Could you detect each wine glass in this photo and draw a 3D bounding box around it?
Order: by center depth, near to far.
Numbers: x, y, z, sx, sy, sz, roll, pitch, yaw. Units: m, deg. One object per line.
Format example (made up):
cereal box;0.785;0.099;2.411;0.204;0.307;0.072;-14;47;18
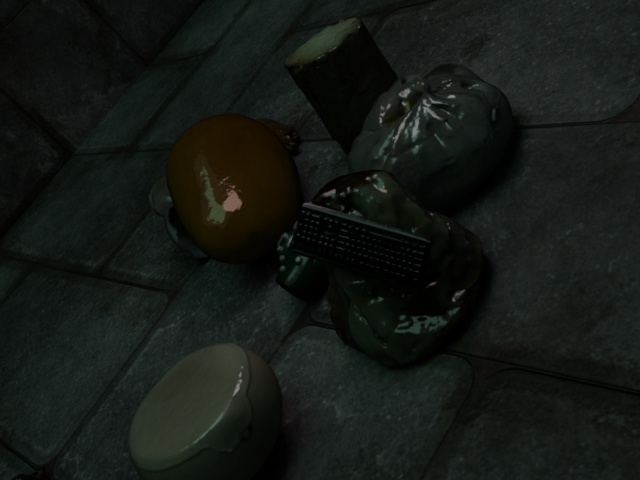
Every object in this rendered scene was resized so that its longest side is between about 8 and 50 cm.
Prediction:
wine glass;-0.338;-0.066;2.254;0.143;0.143;0.321;-44;31;-1

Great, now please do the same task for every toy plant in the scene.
toy plant;0.003;0.000;1.773;0.243;0.112;0.232;-42;34;14

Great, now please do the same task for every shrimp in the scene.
shrimp;-0.139;-0.252;2.332;0.294;0.062;0.154;12;73;59

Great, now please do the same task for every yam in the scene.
yam;0.073;-0.324;1.928;0.195;0.300;0.195;-24;36;19

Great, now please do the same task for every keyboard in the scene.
keyboard;0.062;0.011;1.410;0.230;0.025;0.093;16;104;23

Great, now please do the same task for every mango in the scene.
mango;-0.195;-0.117;2.009;0.300;0.232;0.445;-2;38;-10

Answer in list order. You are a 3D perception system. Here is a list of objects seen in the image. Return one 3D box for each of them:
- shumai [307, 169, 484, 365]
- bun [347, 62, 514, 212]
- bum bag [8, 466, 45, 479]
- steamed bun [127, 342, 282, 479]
shumai;0.090;0.023;1.488;0.309;0.263;0.304;-25;32;29
bun;0.197;-0.208;1.720;0.354;0.194;0.354;-27;34;20
bum bag;-0.622;0.555;1.860;0.102;0.069;0.248;-20;26;-9
steamed bun;-0.181;0.319;1.515;0.283;0.177;0.283;-28;31;18
